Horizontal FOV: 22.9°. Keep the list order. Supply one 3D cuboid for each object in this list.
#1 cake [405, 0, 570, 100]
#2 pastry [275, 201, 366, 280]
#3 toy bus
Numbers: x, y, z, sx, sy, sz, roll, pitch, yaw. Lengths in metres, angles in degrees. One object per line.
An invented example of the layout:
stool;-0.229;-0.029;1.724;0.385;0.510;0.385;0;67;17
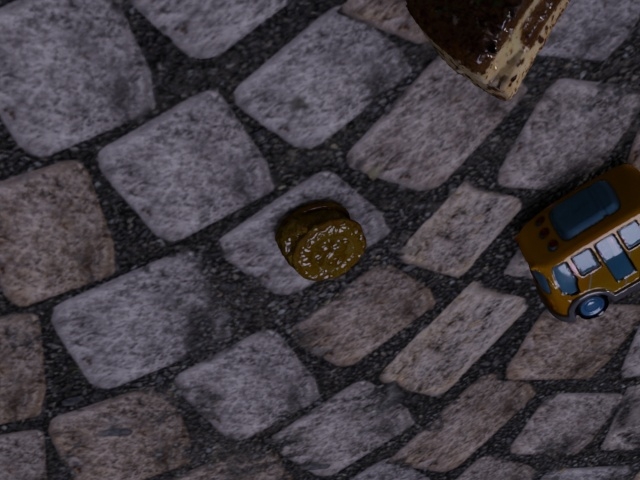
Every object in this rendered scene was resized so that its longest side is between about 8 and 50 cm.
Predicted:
cake;0.199;-0.288;1.678;0.246;0.135;0.112;-57;151;-4
pastry;0.000;0.000;1.900;0.109;0.057;0.097;-5;133;-25
toy bus;0.355;-0.002;2.020;0.209;0.126;0.136;-31;132;11
